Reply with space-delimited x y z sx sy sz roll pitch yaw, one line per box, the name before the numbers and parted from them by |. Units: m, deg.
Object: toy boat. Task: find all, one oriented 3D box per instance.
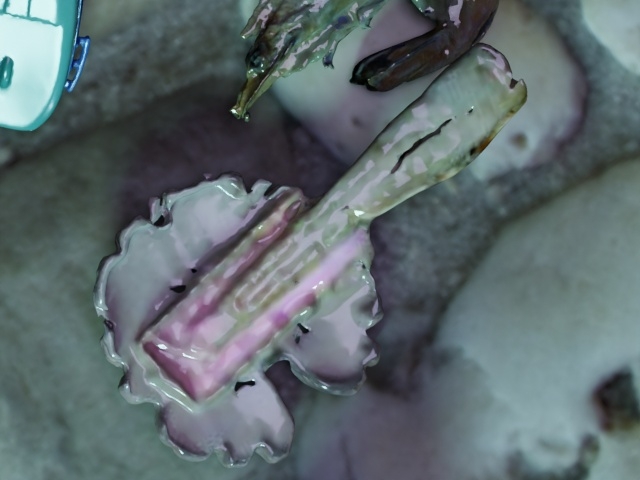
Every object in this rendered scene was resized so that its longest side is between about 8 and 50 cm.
toy boat | -0.171 -0.161 0.862 0.091 0.110 0.175 11 126 -12

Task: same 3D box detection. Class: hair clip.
hair clip | 0.001 -0.002 0.898 0.300 0.069 0.173 -42 95 -2

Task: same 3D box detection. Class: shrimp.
shrimp | 0.034 -0.142 0.932 0.223 0.047 0.126 -47 107 -13
